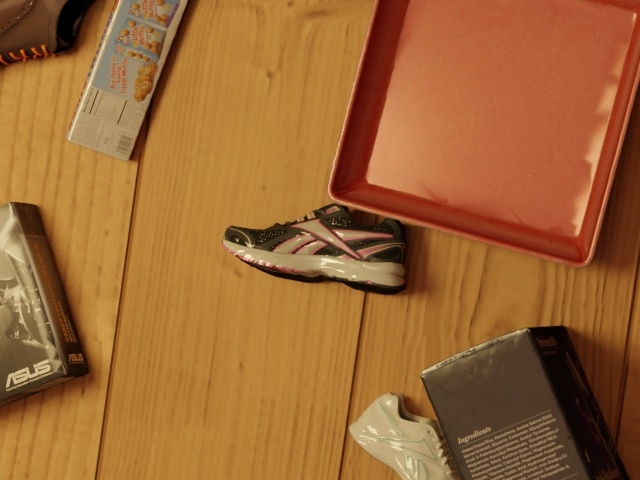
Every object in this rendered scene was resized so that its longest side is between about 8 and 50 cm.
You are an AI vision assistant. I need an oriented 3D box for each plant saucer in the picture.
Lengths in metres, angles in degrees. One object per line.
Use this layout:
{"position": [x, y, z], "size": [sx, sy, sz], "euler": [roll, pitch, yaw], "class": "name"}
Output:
{"position": [0.158, -0.129, 1.734], "size": [0.258, 0.048, 0.259], "euler": [15, 93, 19], "class": "plant saucer"}

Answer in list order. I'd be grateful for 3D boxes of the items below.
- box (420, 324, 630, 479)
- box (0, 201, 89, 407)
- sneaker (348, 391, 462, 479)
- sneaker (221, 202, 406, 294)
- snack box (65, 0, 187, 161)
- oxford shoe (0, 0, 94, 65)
{"position": [0.188, 0.185, 1.661], "size": [0.108, 0.153, 0.207], "euler": [-24, 82, 17], "class": "box"}
{"position": [-0.364, 0.085, 1.907], "size": [0.231, 0.056, 0.183], "euler": [-21, 83, 18], "class": "box"}
{"position": [0.097, 0.199, 1.746], "size": [0.152, 0.053, 0.061], "euler": [41, 99, 16], "class": "sneaker"}
{"position": [0.000, 0.000, 1.784], "size": [0.178, 0.072, 0.077], "euler": [10, 80, 11], "class": "sneaker"}
{"position": [-0.187, -0.170, 1.851], "size": [0.064, 0.022, 0.178], "euler": [19, 96, -19], "class": "snack box"}
{"position": [-0.304, -0.207, 1.873], "size": [0.271, 0.097, 0.098], "euler": [-42, 82, 14], "class": "oxford shoe"}
